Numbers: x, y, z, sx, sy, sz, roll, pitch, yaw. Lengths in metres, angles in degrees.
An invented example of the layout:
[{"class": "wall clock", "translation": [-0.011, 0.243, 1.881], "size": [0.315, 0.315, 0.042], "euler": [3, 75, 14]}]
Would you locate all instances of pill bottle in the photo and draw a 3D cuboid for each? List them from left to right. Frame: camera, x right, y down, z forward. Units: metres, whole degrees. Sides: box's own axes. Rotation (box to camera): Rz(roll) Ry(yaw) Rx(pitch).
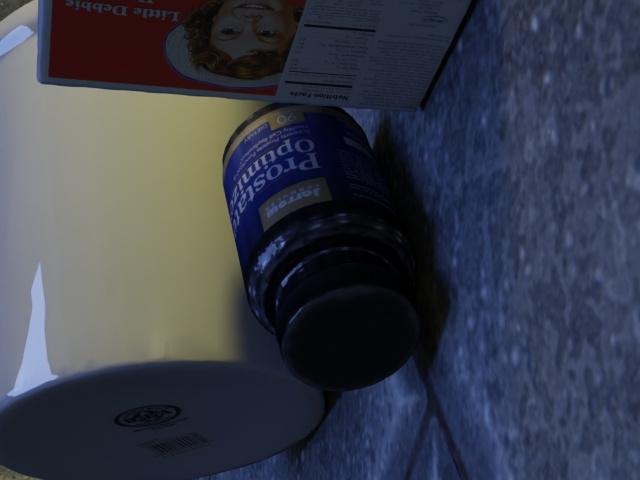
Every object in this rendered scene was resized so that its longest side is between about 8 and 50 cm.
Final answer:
[{"class": "pill bottle", "translation": [0.000, 0.000, 0.776], "size": [0.219, 0.122, 0.123], "euler": [-108, 25, -52]}]

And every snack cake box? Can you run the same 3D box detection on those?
[{"class": "snack cake box", "translation": [-0.043, -0.170, 0.687], "size": [0.152, 0.264, 0.089], "euler": [116, 153, -55]}]

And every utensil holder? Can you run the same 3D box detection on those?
[{"class": "utensil holder", "translation": [-0.170, 0.002, 1.026], "size": [0.327, 0.327, 0.385], "euler": [116, 151, -55]}]
